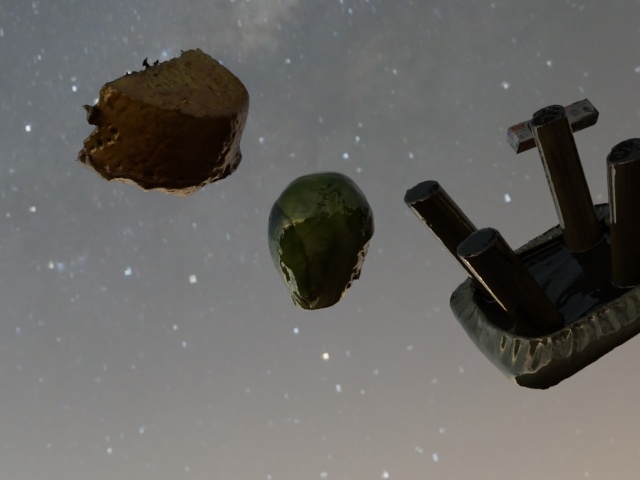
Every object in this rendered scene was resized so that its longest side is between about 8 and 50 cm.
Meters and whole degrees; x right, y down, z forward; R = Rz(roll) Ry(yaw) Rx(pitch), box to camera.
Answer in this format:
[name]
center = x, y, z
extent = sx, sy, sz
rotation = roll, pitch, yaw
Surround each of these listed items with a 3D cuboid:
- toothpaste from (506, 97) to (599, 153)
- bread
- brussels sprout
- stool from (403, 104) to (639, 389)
[toothpaste]
center = 0.472, -0.233, 1.960
extent = 0.196, 0.047, 0.040
rotation = -21, -32, -16
[bread]
center = -0.161, -0.130, 1.102
extent = 0.229, 0.140, 0.143
rotation = -42, -25, -55
[brussels sprout]
center = 0.000, 0.000, 1.908
extent = 0.210, 0.271, 0.219
rotation = -2, 9, -5
[stool]
center = 0.307, -0.001, 1.300
extent = 0.310, 0.310, 0.226
rotation = -32, -65, -2
